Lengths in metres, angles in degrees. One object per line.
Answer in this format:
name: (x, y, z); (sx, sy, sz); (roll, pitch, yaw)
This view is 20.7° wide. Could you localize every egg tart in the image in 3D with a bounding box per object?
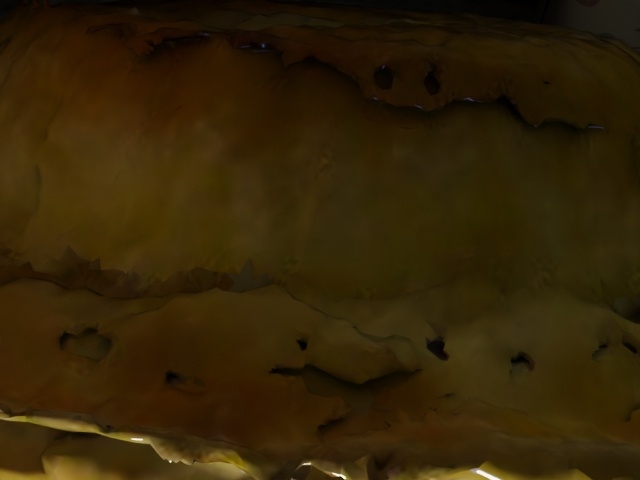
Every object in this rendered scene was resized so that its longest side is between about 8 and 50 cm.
egg tart: (0.000, 0.000, 0.652); (0.443, 0.178, 0.443); (7, -170, -1)

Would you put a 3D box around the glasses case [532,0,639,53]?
glasses case: (0.136, -0.104, 0.737); (0.081, 0.051, 0.204); (2, 160, -1)
